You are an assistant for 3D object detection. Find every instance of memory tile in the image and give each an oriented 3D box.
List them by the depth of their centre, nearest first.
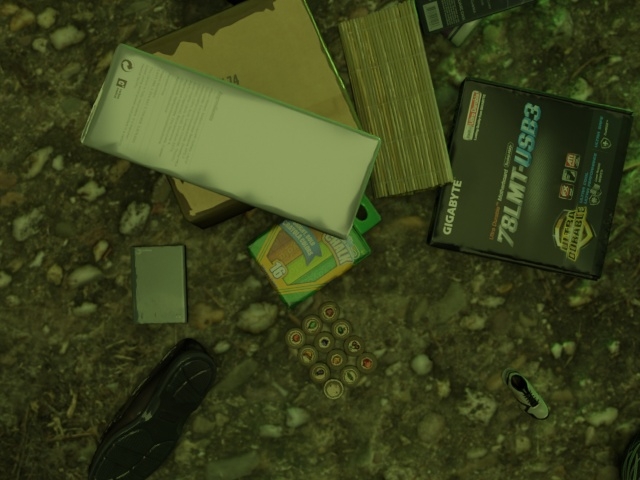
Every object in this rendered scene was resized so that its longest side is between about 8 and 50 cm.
[{"bbox_3d":[0.018,0.191,1.584,0.113,0.012,0.148,-37,90,0],"label":"memory tile"}]

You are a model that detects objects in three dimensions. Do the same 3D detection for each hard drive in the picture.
[{"bbox_3d":[-0.278,0.076,1.580,0.094,0.022,0.135,-2,90,0],"label":"hard drive"}]

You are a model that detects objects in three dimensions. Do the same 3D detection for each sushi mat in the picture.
[{"bbox_3d":[0.124,-0.232,1.546,0.151,0.019,0.317,-13,89,30],"label":"sushi mat"}]

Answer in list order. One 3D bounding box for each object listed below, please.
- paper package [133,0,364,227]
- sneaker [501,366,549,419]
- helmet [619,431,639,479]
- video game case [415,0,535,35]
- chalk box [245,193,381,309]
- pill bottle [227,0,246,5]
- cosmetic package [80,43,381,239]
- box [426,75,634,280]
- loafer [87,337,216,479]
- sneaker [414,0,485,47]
[{"bbox_3d":[-0.125,-0.214,1.508,0.324,0.168,0.310,-24,92,0],"label":"paper package"},{"bbox_3d":[0.352,0.266,1.568,0.040,0.044,0.109,-42,92,-2],"label":"sneaker"},{"bbox_3d":[0.575,0.391,1.509,0.161,0.169,0.170,12,90,-17],"label":"helmet"},{"bbox_3d":[0.273,-0.456,1.448,0.274,0.026,0.196,-17,121,5],"label":"video game case"},{"bbox_3d":[0.000,0.000,1.524,0.213,0.132,0.132,-36,90,0],"label":"chalk box"},{"bbox_3d":[-0.121,-0.448,1.481,0.122,0.219,0.123,0,90,1],"label":"pill bottle"},{"bbox_3d":[-0.116,-0.135,1.323,0.384,0.217,0.156,21,92,1],"label":"cosmetic package"},{"bbox_3d":[0.353,-0.103,1.556,0.293,0.073,0.296,13,89,-1],"label":"box"},{"bbox_3d":[-0.288,0.298,1.559,0.109,0.095,0.302,36,95,-30],"label":"loafer"},{"bbox_3d":[0.270,-0.483,1.542,0.161,0.102,0.282,43,90,3],"label":"sneaker"}]
